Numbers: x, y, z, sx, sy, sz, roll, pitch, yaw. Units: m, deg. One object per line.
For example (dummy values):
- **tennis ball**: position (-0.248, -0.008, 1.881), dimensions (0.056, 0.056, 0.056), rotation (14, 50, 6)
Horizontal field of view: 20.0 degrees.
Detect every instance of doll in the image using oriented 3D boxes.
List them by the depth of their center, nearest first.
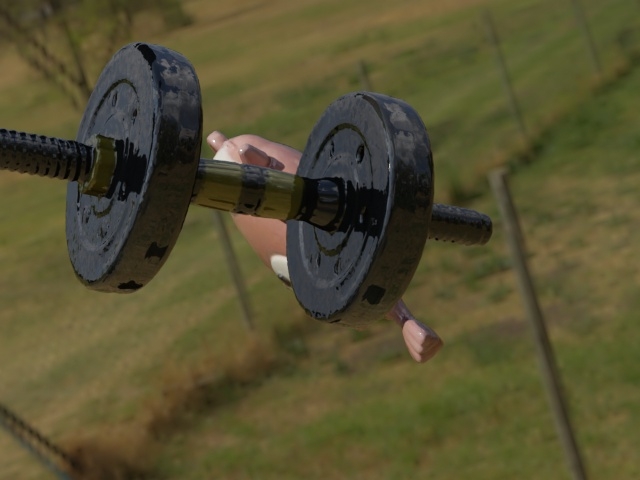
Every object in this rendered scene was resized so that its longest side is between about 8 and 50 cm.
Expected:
- **doll**: position (0.000, 0.000, 1.435), dimensions (0.093, 0.262, 0.211), rotation (-43, -14, -5)

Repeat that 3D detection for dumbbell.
- **dumbbell**: position (-0.043, -0.029, 1.050), dimensions (0.325, 0.143, 0.143), rotation (10, -2, -25)
